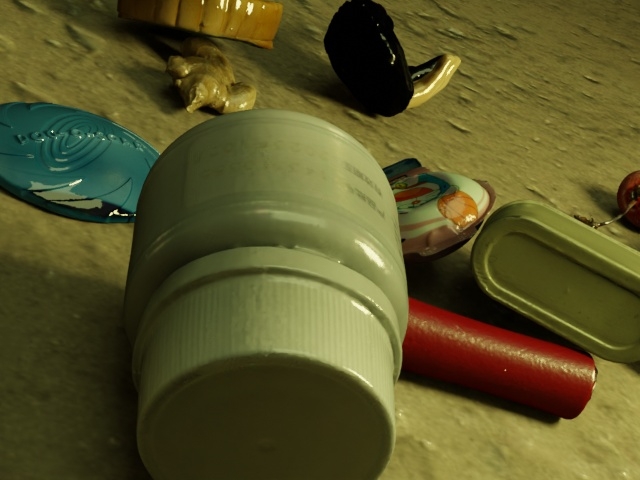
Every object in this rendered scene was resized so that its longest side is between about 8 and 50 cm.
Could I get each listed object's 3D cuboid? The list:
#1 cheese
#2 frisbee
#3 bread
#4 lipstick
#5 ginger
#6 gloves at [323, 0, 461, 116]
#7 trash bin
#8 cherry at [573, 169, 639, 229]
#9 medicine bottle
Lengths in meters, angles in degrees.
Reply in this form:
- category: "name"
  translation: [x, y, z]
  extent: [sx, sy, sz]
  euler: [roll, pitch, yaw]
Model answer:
- category: "cheese"
  translation: [0.116, -0.043, 1.505]
  extent: [0.189, 0.074, 0.286]
  euler: [-21, 25, -4]
- category: "frisbee"
  translation: [-0.274, -0.101, 1.367]
  extent: [0.242, 0.045, 0.242]
  euler: [18, 28, -10]
- category: "bread"
  translation: [-0.175, -0.332, 1.758]
  extent: [0.236, 0.070, 0.236]
  euler: [11, 8, -2]
- category: "lipstick"
  translation: [0.173, 0.124, 1.287]
  extent: [0.241, 0.080, 0.080]
  euler: [18, 27, -14]
- category: "ginger"
  translation: [-0.164, -0.232, 1.673]
  extent: [0.133, 0.059, 0.214]
  euler: [10, 31, -35]
- category: "gloves"
  translation: [0.107, -0.284, 1.894]
  extent: [0.301, 0.152, 0.197]
  euler: [0, 56, -50]
- category: "trash bin"
  translation: [0.290, 0.046, 1.411]
  extent: [0.243, 0.121, 0.247]
  euler: [29, 10, 8]
- category: "cherry"
  translation: [0.477, -0.058, 1.866]
  extent: [0.225, 0.090, 0.107]
  euler: [-4, 50, -30]
- category: "medicine bottle"
  translation: [-0.046, 0.059, 1.040]
  extent: [0.245, 0.245, 0.306]
  euler: [17, 36, -15]
